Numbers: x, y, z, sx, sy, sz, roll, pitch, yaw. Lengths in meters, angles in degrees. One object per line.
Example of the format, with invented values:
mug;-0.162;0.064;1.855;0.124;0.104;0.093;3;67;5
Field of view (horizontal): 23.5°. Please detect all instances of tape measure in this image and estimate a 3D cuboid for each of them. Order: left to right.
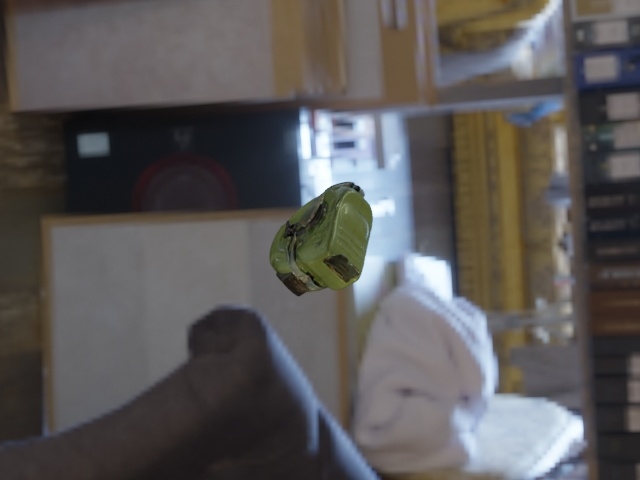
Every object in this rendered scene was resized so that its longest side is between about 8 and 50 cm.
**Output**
tape measure;0.000;0.000;2.082;0.087;0.154;0.177;44;38;-21
